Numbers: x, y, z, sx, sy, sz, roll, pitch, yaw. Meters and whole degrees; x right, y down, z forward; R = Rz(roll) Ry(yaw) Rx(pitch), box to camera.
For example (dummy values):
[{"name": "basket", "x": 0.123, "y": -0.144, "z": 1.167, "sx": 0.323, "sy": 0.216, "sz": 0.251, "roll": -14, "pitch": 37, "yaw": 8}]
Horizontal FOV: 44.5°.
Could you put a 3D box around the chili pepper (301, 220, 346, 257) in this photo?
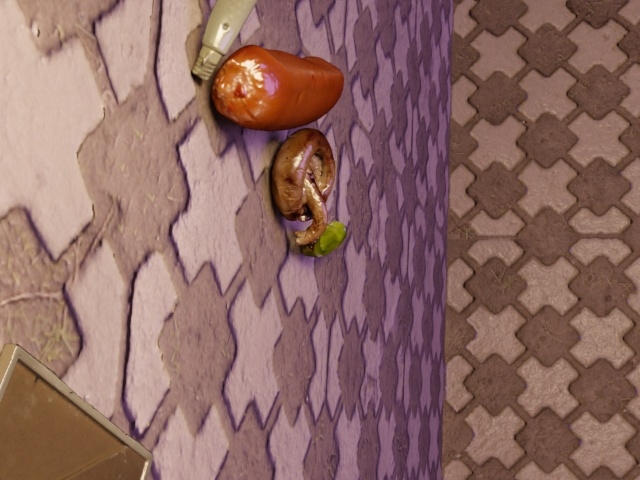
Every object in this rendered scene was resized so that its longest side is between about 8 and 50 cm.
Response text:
[{"name": "chili pepper", "x": 0.000, "y": 0.000, "z": 1.269, "sx": 0.202, "sy": 0.050, "sz": 0.052, "roll": -16, "pitch": 89, "yaw": -74}]

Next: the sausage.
[{"name": "sausage", "x": -0.044, "y": -0.199, "z": 1.044, "sx": 0.097, "sy": 0.094, "sz": 0.348, "roll": -48, "pitch": 172, "yaw": 19}]

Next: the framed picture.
[{"name": "framed picture", "x": -0.218, "y": 0.221, "z": 0.642, "sx": 0.250, "sy": 0.016, "sz": 0.184, "roll": 65, "pitch": 30, "yaw": -53}]

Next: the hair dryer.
[{"name": "hair dryer", "x": -0.075, "y": -0.369, "z": 0.932, "sx": 0.119, "sy": 0.298, "sz": 0.296, "roll": 27, "pitch": 29, "yaw": -24}]

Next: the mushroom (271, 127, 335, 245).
[{"name": "mushroom", "x": -0.026, "y": -0.077, "z": 1.142, "sx": 0.135, "sy": 0.080, "sz": 0.170, "roll": 2, "pitch": 88, "yaw": -60}]
